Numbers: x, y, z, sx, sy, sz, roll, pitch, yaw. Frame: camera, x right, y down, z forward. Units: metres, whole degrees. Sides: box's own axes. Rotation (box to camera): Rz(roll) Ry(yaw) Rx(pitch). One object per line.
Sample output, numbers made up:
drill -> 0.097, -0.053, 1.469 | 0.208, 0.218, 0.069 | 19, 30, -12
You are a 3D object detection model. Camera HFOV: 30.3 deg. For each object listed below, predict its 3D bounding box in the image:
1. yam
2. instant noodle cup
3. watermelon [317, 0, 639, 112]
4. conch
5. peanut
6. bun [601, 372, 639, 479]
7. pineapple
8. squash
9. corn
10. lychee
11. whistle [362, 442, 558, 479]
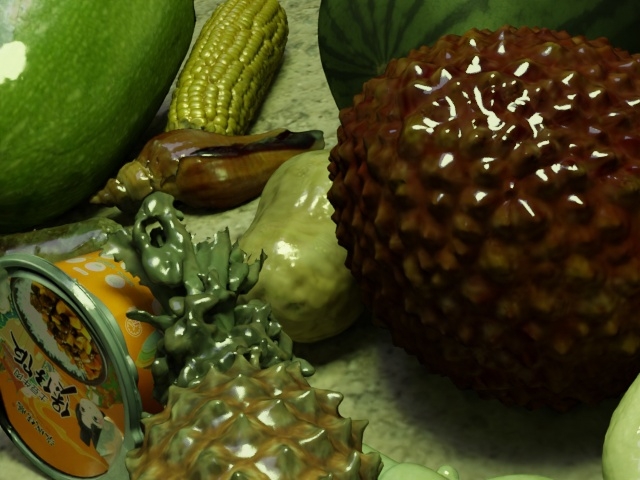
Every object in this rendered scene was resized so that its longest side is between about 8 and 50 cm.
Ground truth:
yam -> -0.329, 0.036, 1.083 | 0.317, 0.071, 0.067 | -11, 2, 4
instant noodle cup -> -0.159, 0.078, 0.884 | 0.125, 0.208, 0.177 | -27, -9, -48
watermelon -> 0.156, -0.196, 1.073 | 0.279, 0.279, 0.359 | 13, 35, 35
conch -> -0.112, -0.075, 1.163 | 0.233, 0.080, 0.086 | -12, 55, 5
peanut -> 0.000, 0.000, 0.968 | 0.129, 0.129, 0.224 | 1, 37, 20
bun -> 0.272, 0.144, 0.666 | 0.222, 0.127, 0.222 | -5, 63, 10
pineapple -> -0.055, 0.112, 0.713 | 0.175, 0.175, 0.361 | -17, 53, -6
squash -> -0.284, -0.144, 1.173 | 0.310, 0.310, 0.309 | -8, 47, 7
corn -> -0.102, -0.194, 1.324 | 0.101, 0.101, 0.310 | -2, 34, 16
lychee -> 0.142, -0.016, 0.823 | 0.276, 0.304, 0.275 | -25, 47, 30
whistle -> 0.083, 0.177, 0.724 | 0.126, 0.067, 0.258 | -34, 36, -31
